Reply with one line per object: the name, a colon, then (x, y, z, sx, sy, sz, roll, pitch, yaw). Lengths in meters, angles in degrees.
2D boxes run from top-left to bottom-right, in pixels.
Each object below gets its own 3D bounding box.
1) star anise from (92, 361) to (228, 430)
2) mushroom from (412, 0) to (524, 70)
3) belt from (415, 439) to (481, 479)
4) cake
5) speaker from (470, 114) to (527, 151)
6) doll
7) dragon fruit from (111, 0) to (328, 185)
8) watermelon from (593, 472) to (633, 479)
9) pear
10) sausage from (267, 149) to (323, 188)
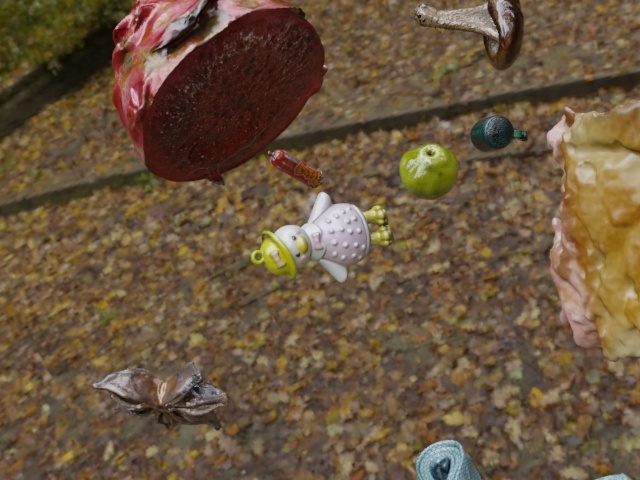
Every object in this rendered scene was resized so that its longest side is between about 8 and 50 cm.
star anise: (-0.233, 0.244, 1.223, 0.208, 0.172, 0.063, -8, 50, 20)
mushroom: (0.299, -0.442, 1.621, 0.217, 0.148, 0.227, -2, 50, 2)
belt: (0.181, 0.369, 1.023, 0.087, 0.072, 0.302, -19, 20, 7)
cake: (0.445, -0.031, 0.938, 0.306, 0.314, 0.293, -18, 9, -40)
speaker: (0.319, -0.193, 1.402, 0.094, 0.060, 0.075, -17, 5, -11)
doll: (0.000, 0.000, 1.097, 0.207, 0.129, 0.081, -15, 3, -22)
dragon fruit: (-0.187, -0.292, 1.318, 0.386, 0.371, 0.249, -21, 62, -42)
watermelon: (0.705, 0.596, 1.870, 0.180, 0.094, 0.081, 5, 64, 14)
pear: (0.168, -0.101, 1.218, 0.092, 0.097, 0.092, -8, 57, 13)
sausage: (-0.057, -0.160, 1.693, 0.050, 0.145, 0.048, -51, 41, 13)
